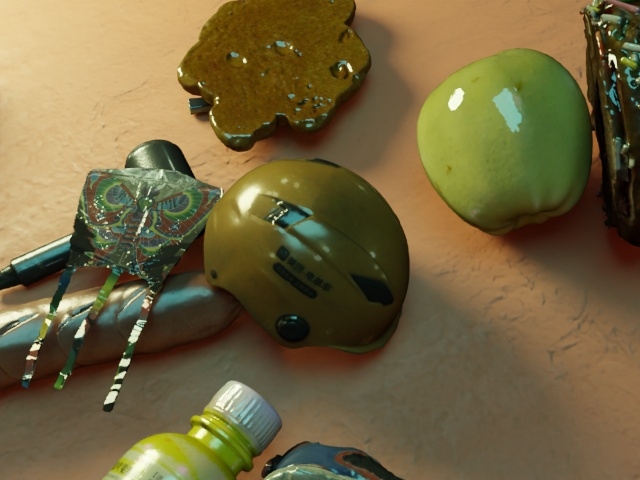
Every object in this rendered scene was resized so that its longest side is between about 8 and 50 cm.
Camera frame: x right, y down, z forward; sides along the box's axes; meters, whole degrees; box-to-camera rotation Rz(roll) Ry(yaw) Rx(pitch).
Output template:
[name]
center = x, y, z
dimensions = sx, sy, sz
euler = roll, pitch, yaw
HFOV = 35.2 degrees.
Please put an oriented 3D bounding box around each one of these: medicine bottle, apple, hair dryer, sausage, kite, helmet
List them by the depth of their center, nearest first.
[medicine bottle]
center = -0.125, 0.224, 0.901
dimensions = 0.122, 0.121, 0.212
euler = 32, 63, 19
[kite]
center = -0.201, 0.034, 0.992
dimensions = 0.152, 0.015, 0.285
euler = 8, 55, 10
[helmet]
center = 0.000, 0.000, 1.005
dimensions = 0.224, 0.130, 0.198
euler = 30, 45, 2
[sausage]
center = -0.286, 0.103, 1.008
dimensions = 0.433, 0.088, 0.087
euler = -14, 58, -8
[apple]
center = 0.195, -0.105, 1.071
dimensions = 0.200, 0.200, 0.200
euler = -1, 58, 1
[hair dryer]
center = -0.247, -0.015, 1.101
dimensions = 0.248, 0.070, 0.114
euler = -25, 61, -4

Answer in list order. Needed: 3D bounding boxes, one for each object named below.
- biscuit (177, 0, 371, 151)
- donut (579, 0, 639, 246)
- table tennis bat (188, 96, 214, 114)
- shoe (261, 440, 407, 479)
[biscuit]
center = -0.049, -0.211, 1.210
dimensions = 0.209, 0.041, 0.290
euler = 20, 57, 12
[donut]
center = 0.330, -0.126, 1.035
dimensions = 0.103, 0.269, 0.269
euler = -7, 57, 11
[table tennis bat]
center = -0.080, -0.173, 1.216
dimensions = 0.158, 0.014, 0.095
euler = -10, 58, -7
[shoe]
center = 0.041, 0.246, 0.915
dimensions = 0.228, 0.125, 0.099
euler = 20, 95, -13
